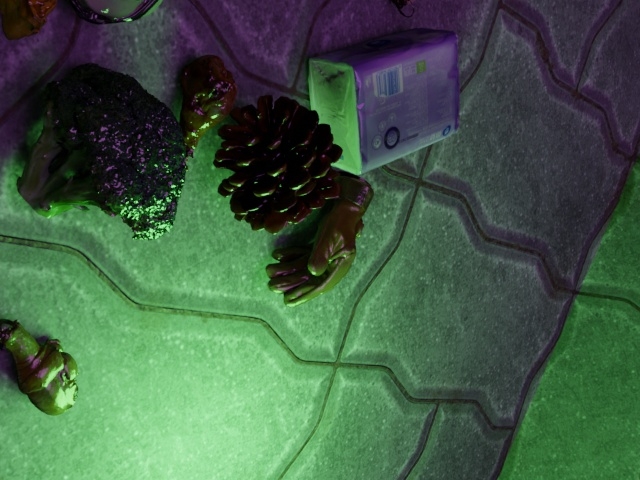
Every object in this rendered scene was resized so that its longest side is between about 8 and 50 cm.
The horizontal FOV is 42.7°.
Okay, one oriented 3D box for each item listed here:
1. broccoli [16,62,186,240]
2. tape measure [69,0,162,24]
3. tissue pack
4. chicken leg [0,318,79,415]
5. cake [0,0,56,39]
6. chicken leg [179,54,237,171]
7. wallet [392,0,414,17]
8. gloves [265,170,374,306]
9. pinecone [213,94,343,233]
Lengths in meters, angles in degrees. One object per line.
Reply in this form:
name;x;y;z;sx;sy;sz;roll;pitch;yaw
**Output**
broccoli;-0.343;-0.132;1.322;0.275;0.308;0.308;-34;136;14
tape measure;-0.300;-0.444;1.301;0.235;0.115;0.207;-14;128;-54
tissue pack;0.147;-0.312;1.778;0.338;0.160;0.242;-25;123;-37
chicken leg;-0.489;0.210;1.421;0.103;0.088;0.228;-33;121;-19
cake;-0.457;-0.397;1.245;0.079;0.116;0.185;-30;93;-39
chicken leg;-0.233;-0.218;1.500;0.087;0.107;0.251;14;105;-61
wallet;0.224;-0.690;1.773;0.275;0.068;0.335;-37;127;-26
gloves;0.010;0.007;1.776;0.141;0.154;0.331;45;66;-42
pinecone;-0.083;-0.152;1.542;0.264;0.264;0.264;-18;118;-39
